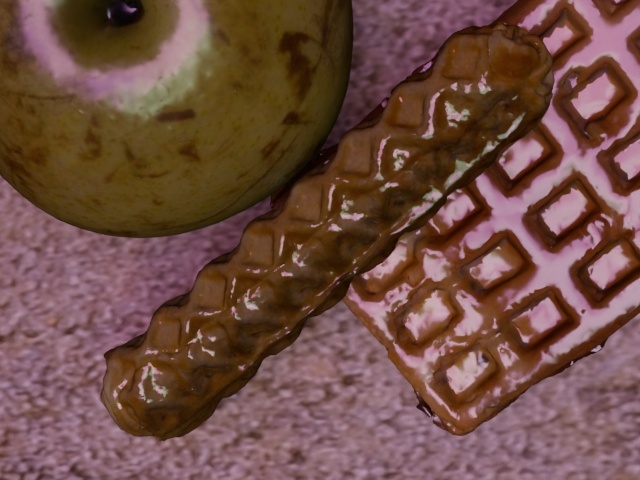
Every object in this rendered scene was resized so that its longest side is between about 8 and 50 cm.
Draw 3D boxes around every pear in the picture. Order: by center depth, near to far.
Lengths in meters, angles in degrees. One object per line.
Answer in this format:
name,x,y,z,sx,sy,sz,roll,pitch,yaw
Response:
pear,-0.108,-0.140,0.880,0.283,0.283,0.284,1,96,8

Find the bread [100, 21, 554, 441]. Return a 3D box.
bread,0.000,0.000,0.878,0.367,0.077,0.084,-43,120,16

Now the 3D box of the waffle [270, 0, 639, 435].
waffle,0.150,-0.040,0.935,0.327,0.098,0.224,-37,88,10
